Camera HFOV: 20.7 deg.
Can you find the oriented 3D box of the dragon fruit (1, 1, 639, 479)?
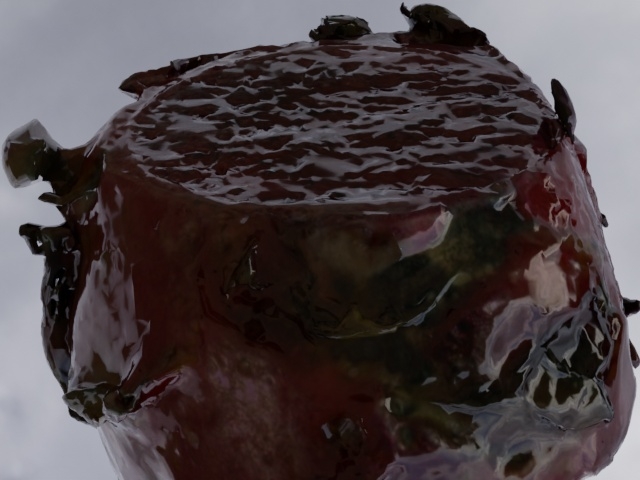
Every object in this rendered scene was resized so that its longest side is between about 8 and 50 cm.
[{"bbox_3d":[0.000,0.000,0.625,0.211,0.147,0.282,-11,-153,11],"label":"dragon fruit"}]
